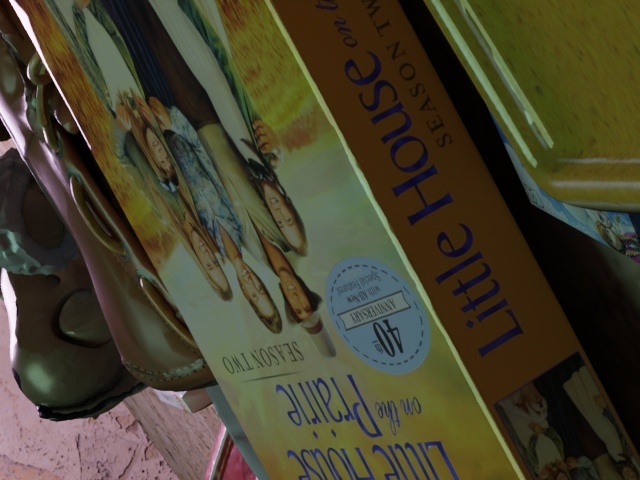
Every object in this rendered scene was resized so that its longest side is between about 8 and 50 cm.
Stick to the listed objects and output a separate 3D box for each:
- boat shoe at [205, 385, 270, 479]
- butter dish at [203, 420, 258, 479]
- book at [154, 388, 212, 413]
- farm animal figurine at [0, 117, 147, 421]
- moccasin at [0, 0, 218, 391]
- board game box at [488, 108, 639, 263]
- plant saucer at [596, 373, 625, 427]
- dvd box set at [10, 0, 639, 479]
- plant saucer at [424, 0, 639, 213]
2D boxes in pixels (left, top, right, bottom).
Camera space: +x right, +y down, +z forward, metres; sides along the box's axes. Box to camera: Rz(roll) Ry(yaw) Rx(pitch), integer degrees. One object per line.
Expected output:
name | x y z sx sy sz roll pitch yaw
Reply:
boat shoe | -0.036 0.052 1.311 0.306 0.105 0.113 64 -175 -2
butter dish | -0.004 0.176 1.519 0.160 0.118 0.160 44 122 49
book | -0.095 0.113 1.716 0.035 0.096 0.144 57 168 -8
farm animal figurine | -0.188 0.031 1.464 0.330 0.172 0.326 61 -175 -29
moccasin | -0.128 -0.090 1.171 0.147 0.139 0.380 -24 85 60
board game box | 0.096 -0.041 0.759 0.090 0.020 0.090 62 167 -29
plant saucer | 0.075 0.081 1.037 0.278 0.041 0.278 44 157 24
dvd box set | -0.023 -0.029 0.944 0.420 0.062 0.307 62 157 -4
plant saucer | 0.073 -0.125 0.490 0.333 0.081 0.333 57 168 -11
